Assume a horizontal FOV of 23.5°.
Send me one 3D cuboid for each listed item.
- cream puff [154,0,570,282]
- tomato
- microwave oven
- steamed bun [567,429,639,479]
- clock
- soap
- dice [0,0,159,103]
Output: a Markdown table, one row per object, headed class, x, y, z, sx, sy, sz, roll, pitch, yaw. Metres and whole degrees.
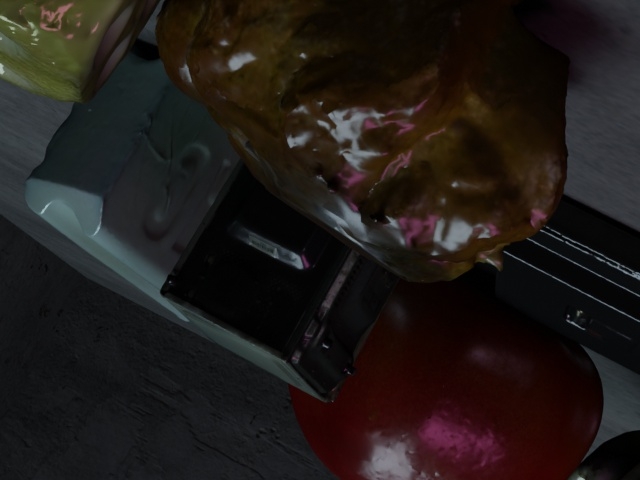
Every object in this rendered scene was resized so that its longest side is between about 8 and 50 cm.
| class | x | y | z | sx | sy | sz | roll | pitch | yaw |
| --- | --- | --- | --- | --- | --- | --- | --- | --- | --- |
| cream puff | 0.028 | -0.074 | 0.850 | 0.269 | 0.155 | 0.241 | 24 | 168 | 37 |
| tomato | 0.104 | 0.141 | 1.418 | 0.298 | 0.226 | 0.298 | 32 | -178 | -1 |
| microwave oven | 0.000 | 0.000 | 1.152 | 0.129 | 0.205 | 0.163 | 26 | 171 | 17 |
| steamed bun | 0.322 | 0.270 | 1.426 | 0.206 | 0.275 | 0.320 | 51 | 135 | 6 |
| clock | 0.230 | 0.051 | 1.208 | 0.273 | 0.049 | 0.279 | 27 | 170 | 12 |
| soap | -0.129 | -0.038 | 1.412 | 0.095 | 0.173 | 0.289 | 22 | 168 | 33 |
| dice | -0.150 | -0.181 | 0.770 | 0.169 | 0.169 | 0.166 | 31 | 171 | -4 |
